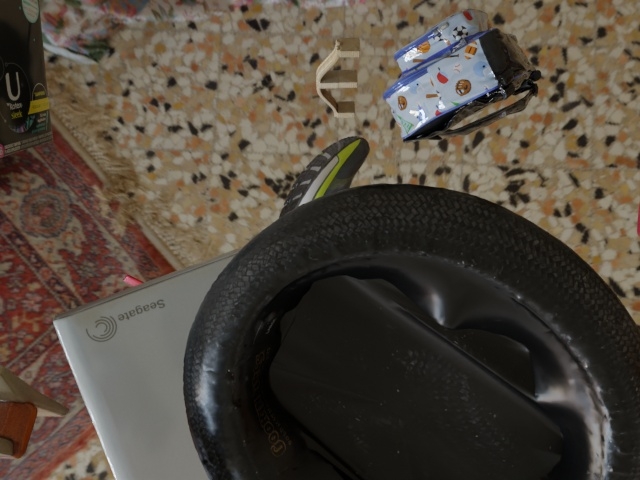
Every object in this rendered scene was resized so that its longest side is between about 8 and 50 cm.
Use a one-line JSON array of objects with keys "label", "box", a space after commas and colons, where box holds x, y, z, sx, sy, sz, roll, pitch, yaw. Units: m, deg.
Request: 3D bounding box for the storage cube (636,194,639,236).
[{"label": "storage cube", "box": [0.653, -0.051, 1.158, 0.215, 0.193, 0.183, -16, 126, 0]}]

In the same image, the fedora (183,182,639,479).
[{"label": "fedora", "box": [0.071, 0.106, 0.535, 0.334, 0.152, 0.333, 1, 107, 4]}]

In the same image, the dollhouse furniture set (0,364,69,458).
[{"label": "dollhouse furniture set", "box": [-0.237, 0.238, 0.525, 0.259, 0.135, 0.262, -5, 57, 17]}]

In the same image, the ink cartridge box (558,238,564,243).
[{"label": "ink cartridge box", "box": [0.315, 0.102, 1.358, 0.273, 0.114, 0.198, -1, 43, 31]}]

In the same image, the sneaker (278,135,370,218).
[{"label": "sneaker", "box": [0.000, 0.000, 0.980, 0.121, 0.111, 0.299, 24, 97, -15]}]

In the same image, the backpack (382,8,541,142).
[{"label": "backpack", "box": [0.248, -0.301, 1.358, 0.263, 0.276, 0.213, -33, 82, 28]}]

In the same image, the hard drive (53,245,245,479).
[{"label": "hard drive", "box": [-0.097, 0.201, 0.746, 0.233, 0.047, 0.352, -21, 98, -13]}]

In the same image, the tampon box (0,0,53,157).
[{"label": "tampon box", "box": [-0.346, -0.170, 0.712, 0.102, 0.120, 0.160, 2, 108, 7]}]

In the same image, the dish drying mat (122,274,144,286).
[{"label": "dish drying mat", "box": [-0.387, 0.098, 1.562, 0.083, 0.032, 0.008, 30, 53, -18]}]

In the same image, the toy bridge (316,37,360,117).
[{"label": "toy bridge", "box": [0.025, -0.246, 1.097, 0.063, 0.188, 0.026, -1, 69, 0]}]
